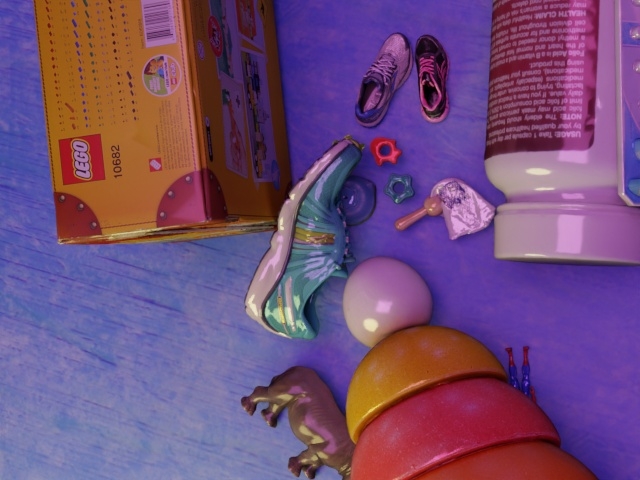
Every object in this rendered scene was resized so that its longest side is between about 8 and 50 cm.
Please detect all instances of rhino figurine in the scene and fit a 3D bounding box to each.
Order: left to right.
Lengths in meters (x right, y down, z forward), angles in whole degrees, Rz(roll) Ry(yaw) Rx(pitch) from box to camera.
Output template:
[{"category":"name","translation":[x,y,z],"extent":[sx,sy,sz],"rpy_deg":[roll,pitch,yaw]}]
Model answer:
[{"category":"rhino figurine","translation":[0.008,0.273,1.614],"extent":[0.106,0.073,0.243],"rpy_deg":[-42,79,12]}]

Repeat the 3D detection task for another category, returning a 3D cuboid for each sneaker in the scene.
[{"category":"sneaker","translation":[0.000,0.000,1.589],"extent":[0.110,0.107,0.275],"rpy_deg":[25,104,16]},{"category":"sneaker","translation":[0.084,-0.217,1.633],"extent":[0.052,0.058,0.135],"rpy_deg":[22,91,15]},{"category":"sneaker","translation":[0.146,-0.219,1.617],"extent":[0.047,0.057,0.119],"rpy_deg":[-9,83,16]}]

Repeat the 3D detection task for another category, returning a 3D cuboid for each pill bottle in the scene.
[{"category":"pill bottle","translation":[0.315,-0.168,1.482],"extent":[0.224,0.224,0.392],"rpy_deg":[3,87,15]}]

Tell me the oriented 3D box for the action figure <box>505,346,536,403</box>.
[{"category":"action figure","translation":[0.259,0.196,1.575],"extent":[0.038,0.030,0.115],"rpy_deg":[-6,87,10]}]

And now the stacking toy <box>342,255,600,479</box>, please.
[{"category":"stacking toy","translation":[0.146,0.223,1.495],"extent":[0.351,0.350,0.479],"rpy_deg":[-26,65,12]}]

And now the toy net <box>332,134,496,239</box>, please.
[{"category":"toy net","translation":[0.122,-0.068,1.622],"extent":[0.232,0.045,0.122],"rpy_deg":[10,87,14]}]

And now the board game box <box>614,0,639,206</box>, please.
[{"category":"board game box","translation":[0.524,-0.232,1.409],"extent":[0.390,0.050,0.389],"rpy_deg":[1,87,-18]}]

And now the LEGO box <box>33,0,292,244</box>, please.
[{"category":"LEGO box","translation":[-0.191,-0.253,1.530],"extent":[0.193,0.372,0.500],"rpy_deg":[-6,88,14]}]
